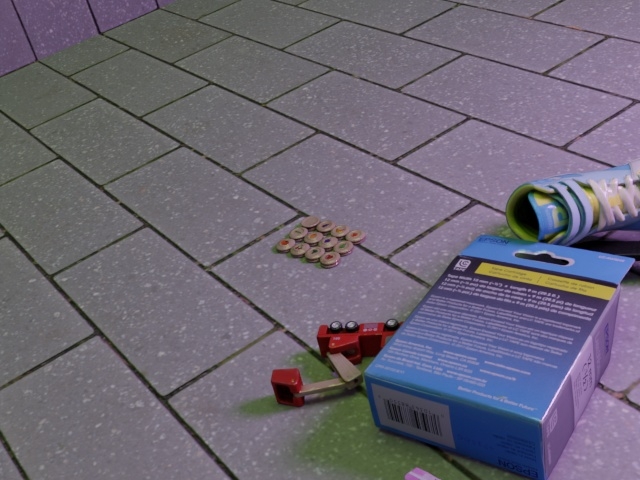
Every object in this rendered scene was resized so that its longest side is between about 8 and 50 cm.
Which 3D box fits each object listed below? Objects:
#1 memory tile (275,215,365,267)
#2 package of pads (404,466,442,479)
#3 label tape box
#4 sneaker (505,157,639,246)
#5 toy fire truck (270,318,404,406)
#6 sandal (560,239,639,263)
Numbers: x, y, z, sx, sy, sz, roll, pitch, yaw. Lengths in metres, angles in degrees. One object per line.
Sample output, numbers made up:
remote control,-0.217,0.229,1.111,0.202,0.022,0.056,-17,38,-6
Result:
memory tile,0.000,0.000,1.645,0.148,0.012,0.113,17,44,40
package of pads,0.139,0.311,1.086,0.083,0.050,0.032,19,41,42
label tape box,0.256,0.139,1.246,0.249,0.115,0.347,11,38,34
sneaker,0.428,-0.052,1.365,0.319,0.127,0.208,-13,2,37
toy fire truck,0.034,0.178,1.332,0.192,0.047,0.135,-4,35,15
sandal,0.451,0.029,1.388,0.179,0.040,0.067,-2,25,34
